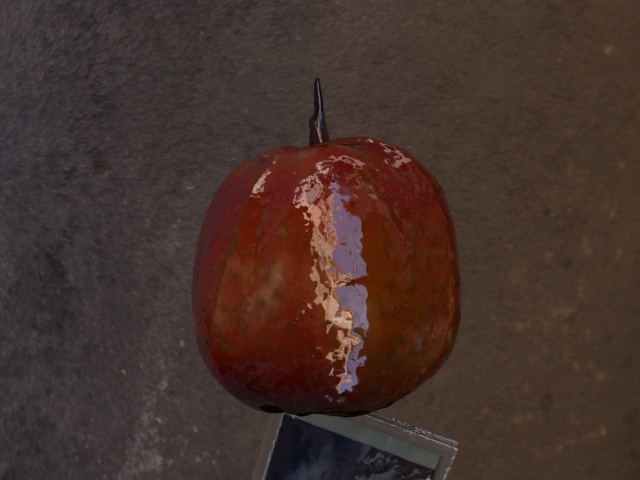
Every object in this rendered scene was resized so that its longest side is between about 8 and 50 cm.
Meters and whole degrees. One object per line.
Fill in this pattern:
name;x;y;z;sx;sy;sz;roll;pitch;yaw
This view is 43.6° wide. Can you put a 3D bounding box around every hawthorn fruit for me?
hawthorn fruit;0.000;0.000;0.718;0.254;0.254;0.300;-5;92;-24

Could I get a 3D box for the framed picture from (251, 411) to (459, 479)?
framed picture;0.017;0.305;0.896;0.209;0.019;0.281;17;111;9
